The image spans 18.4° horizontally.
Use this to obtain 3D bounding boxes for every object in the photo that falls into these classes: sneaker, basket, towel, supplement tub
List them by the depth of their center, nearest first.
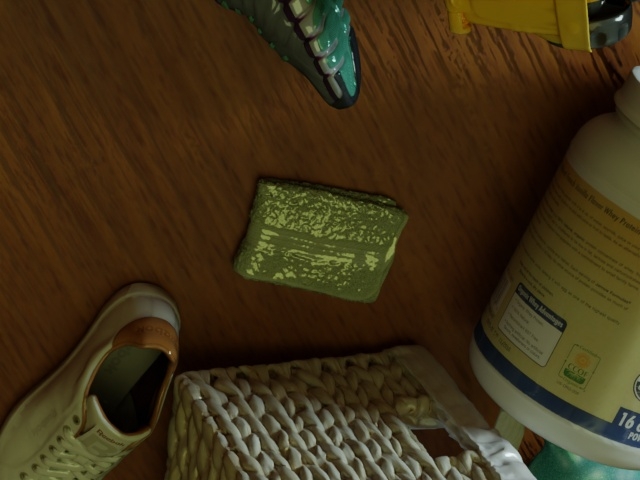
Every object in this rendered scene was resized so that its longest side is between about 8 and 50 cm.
[{"bbox_3d":[-0.043,-0.209,1.732,0.098,0.083,0.224,-15,115,24],"label":"sneaker"},{"bbox_3d":[0.296,0.024,1.792,0.228,0.228,0.316,20,110,-17],"label":"supplement tub"},{"bbox_3d":[0.018,0.308,1.799,0.266,0.328,0.331,-1,116,-22],"label":"basket"},{"bbox_3d":[-0.226,0.179,1.841,0.106,0.123,0.290,25,109,-21],"label":"sneaker"},{"bbox_3d":[0.000,0.000,1.846,0.148,0.027,0.110,12,111,-14],"label":"towel"}]

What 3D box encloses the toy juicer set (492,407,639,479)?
[{"bbox_3d":[0.248,0.264,1.980,0.329,0.089,0.209,22,122,-26],"label":"toy juicer set"}]

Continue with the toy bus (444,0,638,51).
[{"bbox_3d":[0.173,-0.259,1.689,0.211,0.220,0.149,3,119,26],"label":"toy bus"}]
